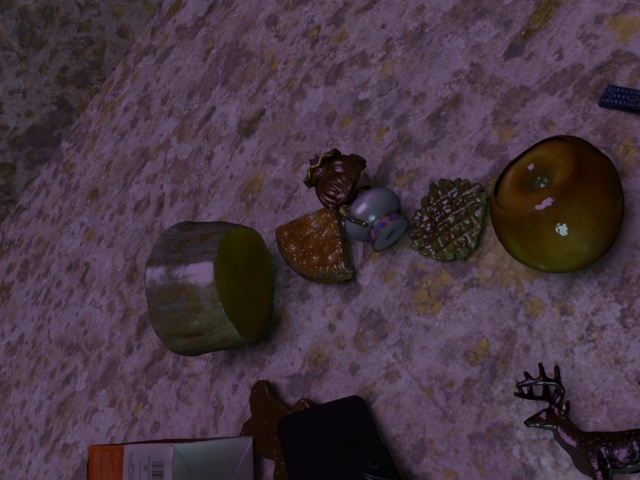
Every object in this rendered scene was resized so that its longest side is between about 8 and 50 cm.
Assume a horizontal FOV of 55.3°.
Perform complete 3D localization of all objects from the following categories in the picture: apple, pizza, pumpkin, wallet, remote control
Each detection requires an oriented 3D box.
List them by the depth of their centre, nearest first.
[{"bbox_3d":[0.402,-0.062,1.042,0.237,0.207,0.237,-19,56,31],"label":"apple"},{"bbox_3d":[0.042,0.431,1.088,0.197,0.051,0.377,-13,28,-7],"label":"wallet"},{"bbox_3d":[0.582,-0.249,1.107,0.152,0.027,0.043,32,98,47],"label":"remote control"},{"bbox_3d":[-0.238,0.115,1.458,0.199,0.332,0.332,0,69,27],"label":"pumpkin"},{"bbox_3d":[0.000,0.000,1.467,0.292,0.058,0.197,25,86,43],"label":"pizza"}]

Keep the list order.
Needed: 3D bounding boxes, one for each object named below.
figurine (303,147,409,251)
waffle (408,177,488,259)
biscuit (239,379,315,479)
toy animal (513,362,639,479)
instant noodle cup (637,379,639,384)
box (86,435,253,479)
[{"bbox_3d":[0.074,-0.101,1.361,0.263,0.189,0.142,49,116,25],"label":"figurine"},{"bbox_3d":[0.264,-0.046,1.275,0.169,0.036,0.184,9,75,45],"label":"waffle"},{"bbox_3d":[-0.063,0.431,1.315,0.301,0.049,0.197,13,87,45],"label":"biscuit"},{"bbox_3d":[0.435,0.313,0.936,0.243,0.087,0.260,-11,60,22],"label":"toy animal"},{"bbox_3d":[0.557,0.273,0.752,0.244,0.244,0.255,-22,65,32],"label":"instant noodle cup"},{"bbox_3d":[-0.341,0.519,1.367,0.341,0.225,0.143,-15,70,39],"label":"box"}]
